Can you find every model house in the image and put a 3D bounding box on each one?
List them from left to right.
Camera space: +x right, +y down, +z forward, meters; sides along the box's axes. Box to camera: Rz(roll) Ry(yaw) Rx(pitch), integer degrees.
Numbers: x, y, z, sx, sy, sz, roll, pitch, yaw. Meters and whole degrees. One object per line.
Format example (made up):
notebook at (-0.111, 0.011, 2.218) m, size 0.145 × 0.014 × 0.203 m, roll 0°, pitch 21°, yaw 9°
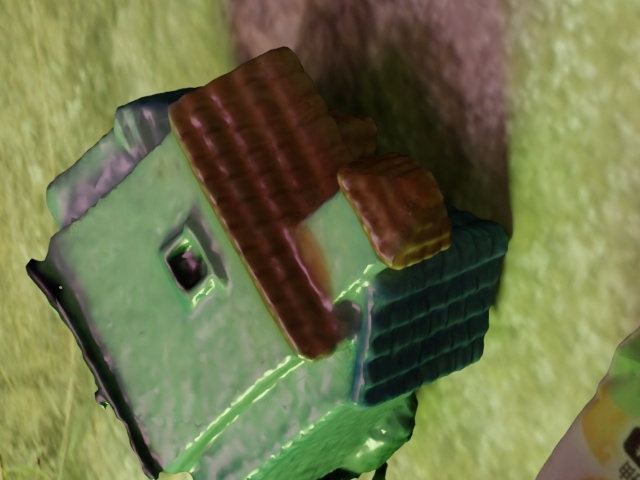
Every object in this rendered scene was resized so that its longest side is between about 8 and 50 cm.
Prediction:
model house at (0.000, 0.000, 0.615) m, size 0.149 × 0.119 × 0.148 m, roll -39°, pitch 73°, yaw 41°

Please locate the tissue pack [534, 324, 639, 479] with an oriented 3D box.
tissue pack at (0.134, 0.140, 0.467) m, size 0.229 × 0.145 × 0.159 m, roll 48°, pitch 137°, yaw 26°
